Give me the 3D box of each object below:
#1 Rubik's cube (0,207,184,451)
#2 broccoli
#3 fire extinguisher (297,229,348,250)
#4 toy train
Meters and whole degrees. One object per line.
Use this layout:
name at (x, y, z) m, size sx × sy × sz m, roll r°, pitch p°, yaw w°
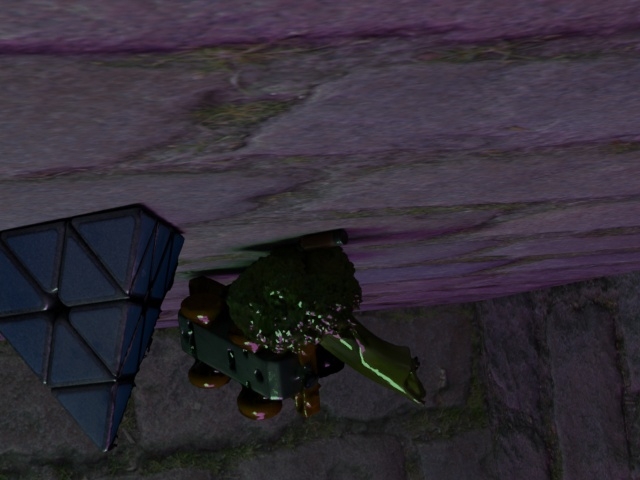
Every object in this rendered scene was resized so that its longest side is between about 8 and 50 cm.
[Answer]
Rubik's cube at (-0.263, 0.057, 1.511) m, size 0.233 × 0.228 × 0.229 m, roll 50°, pitch 177°, yaw -40°
broccoli at (0.014, 0.094, 1.915) m, size 0.302 × 0.186 × 0.254 m, roll 10°, pitch 159°, yaw 25°
fire extinguisher at (0.000, 0.000, 1.815) m, size 0.083 × 0.022 × 0.028 m, roll -10°, pitch -157°, yaw 35°
toy train at (-0.103, 0.163, 2.232) m, size 0.231 × 0.163 × 0.369 m, roll -22°, pitch -152°, yaw -34°
